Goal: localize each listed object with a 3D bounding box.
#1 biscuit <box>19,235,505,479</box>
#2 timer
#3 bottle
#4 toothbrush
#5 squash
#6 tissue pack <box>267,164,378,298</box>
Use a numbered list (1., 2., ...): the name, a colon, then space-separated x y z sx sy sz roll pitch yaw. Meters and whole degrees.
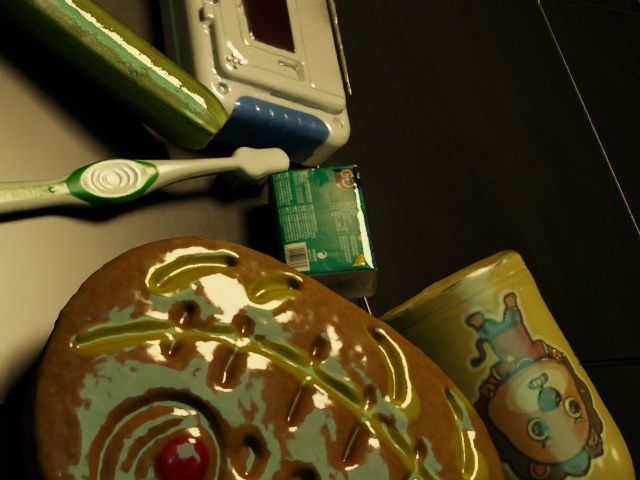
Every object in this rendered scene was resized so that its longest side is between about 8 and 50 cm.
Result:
1. biscuit: -0.034 0.185 1.075 0.394 0.070 0.350 28 58 -15
2. timer: -0.062 -0.201 1.384 0.178 0.078 0.253 13 54 -37
3. bottle: 0.183 0.194 1.263 0.171 0.171 0.351 -23 79 -50
4. toothbrush: -0.179 -0.046 1.186 0.418 0.040 0.042 -9 70 -47
5. squash: -0.179 -0.156 1.236 0.229 0.066 0.066 36 42 -9
6. tissue pack: 0.000 0.001 1.304 0.085 0.079 0.111 -6 59 -7
